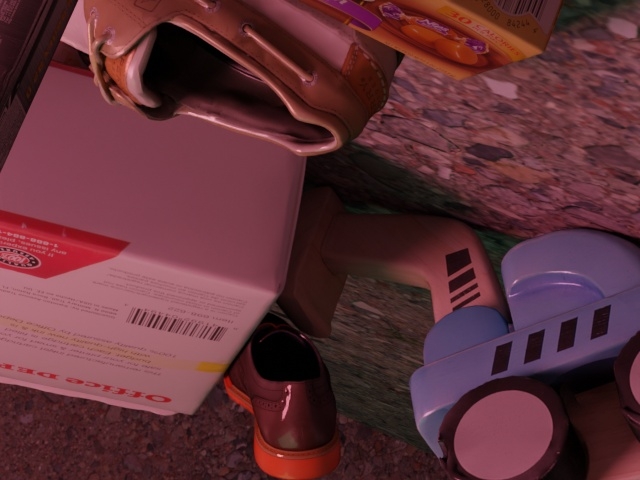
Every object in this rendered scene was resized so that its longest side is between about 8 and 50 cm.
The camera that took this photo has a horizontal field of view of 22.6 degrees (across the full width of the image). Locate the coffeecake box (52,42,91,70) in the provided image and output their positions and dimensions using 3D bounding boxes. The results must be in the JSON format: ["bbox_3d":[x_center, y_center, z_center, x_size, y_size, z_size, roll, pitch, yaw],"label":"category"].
[{"bbox_3d":[-0.254,-0.135,1.453,0.142,0.068,0.185,7,163,47],"label":"coffeecake box"}]

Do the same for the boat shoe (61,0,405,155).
[{"bbox_3d":[-0.100,-0.136,0.982,0.302,0.103,0.113,15,150,17],"label":"boat shoe"}]

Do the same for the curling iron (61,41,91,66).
[{"bbox_3d":[-0.287,-0.191,1.322,0.274,0.035,0.068,17,169,18],"label":"curling iron"}]

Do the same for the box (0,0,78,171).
[{"bbox_3d":[-0.211,-0.156,0.811,0.183,0.231,0.056,20,166,4],"label":"box"}]

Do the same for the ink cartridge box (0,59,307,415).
[{"bbox_3d":[-0.199,0.011,1.435,0.279,0.160,0.384,14,155,-11],"label":"ink cartridge box"}]

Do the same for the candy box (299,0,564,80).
[{"bbox_3d":[0.027,-0.153,0.852,0.187,0.053,0.109,23,170,-18],"label":"candy box"}]

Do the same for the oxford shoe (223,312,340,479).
[{"bbox_3d":[-0.032,0.110,1.442,0.097,0.098,0.271,-6,-158,-12],"label":"oxford shoe"}]

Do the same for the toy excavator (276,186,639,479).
[{"bbox_3d":[0.163,0.088,1.385,0.433,0.445,0.222,-21,134,16],"label":"toy excavator"}]
